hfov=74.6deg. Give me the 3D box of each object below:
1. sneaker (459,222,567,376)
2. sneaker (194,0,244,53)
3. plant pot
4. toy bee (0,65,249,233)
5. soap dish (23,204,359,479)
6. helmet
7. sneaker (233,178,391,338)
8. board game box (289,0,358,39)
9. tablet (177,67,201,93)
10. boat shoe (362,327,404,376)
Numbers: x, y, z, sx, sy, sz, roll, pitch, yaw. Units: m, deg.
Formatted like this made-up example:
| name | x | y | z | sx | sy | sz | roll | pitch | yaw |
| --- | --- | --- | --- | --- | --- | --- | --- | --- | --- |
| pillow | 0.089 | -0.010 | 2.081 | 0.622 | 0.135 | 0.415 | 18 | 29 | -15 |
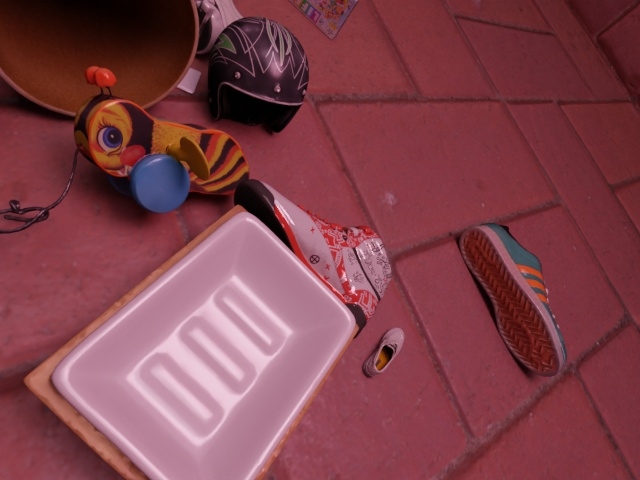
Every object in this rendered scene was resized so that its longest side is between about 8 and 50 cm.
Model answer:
| name | x | y | z | sx | sy | sz | roll | pitch | yaw |
| --- | --- | --- | --- | --- | --- | --- | --- | --- | --- |
| sneaker | 0.388 | 0.097 | 0.802 | 0.120 | 0.108 | 0.303 | -12 | 72 | -30 |
| sneaker | -0.232 | -0.457 | 0.725 | 0.118 | 0.110 | 0.292 | -32 | 93 | -46 |
| plant pot | -0.317 | -0.336 | 0.544 | 0.237 | 0.237 | 0.254 | -14 | 60 | -35 |
| toy bee | -0.209 | -0.114 | 0.496 | 0.195 | 0.162 | 0.298 | 16 | 25 | 19 |
| soap dish | -0.114 | 0.128 | 0.477 | 0.229 | 0.118 | 0.291 | 45 | 51 | -4 |
| helmet | -0.096 | -0.260 | 0.658 | 0.169 | 0.161 | 0.170 | 14 | 60 | -25 |
| sneaker | 0.000 | 0.001 | 0.621 | 0.270 | 0.090 | 0.145 | 52 | 51 | -10 |
| board game box | -0.004 | -0.518 | 0.884 | 0.154 | 0.103 | 0.026 | 40 | 52 | -7 |
| tablet | -0.239 | -0.273 | 0.678 | 0.083 | 0.006 | 0.054 | 21 | 57 | -21 |
| boat shoe | 0.104 | 0.167 | 0.640 | 0.100 | 0.035 | 0.035 | -36 | 87 | -38 |
